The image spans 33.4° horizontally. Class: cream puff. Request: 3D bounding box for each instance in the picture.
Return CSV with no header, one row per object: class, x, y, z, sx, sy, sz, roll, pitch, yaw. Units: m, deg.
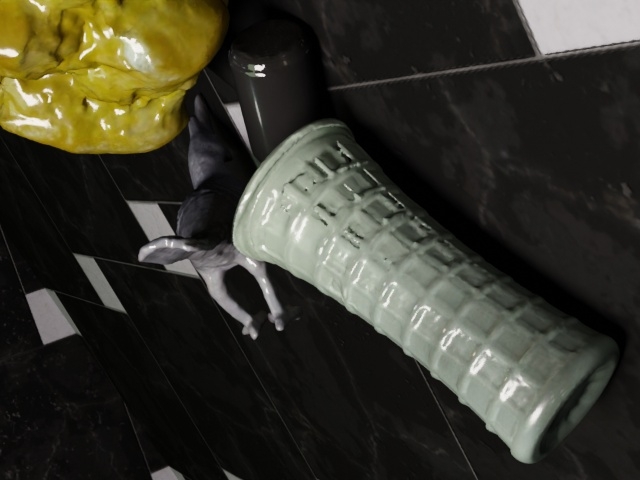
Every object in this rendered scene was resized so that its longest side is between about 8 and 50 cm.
cream puff,-0.231,-0.198,0.872,0.323,0.270,0.274,47,149,47

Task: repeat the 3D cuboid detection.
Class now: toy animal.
toy animal,-0.089,0.008,1.002,0.367,0.081,0.206,-93,-22,-65

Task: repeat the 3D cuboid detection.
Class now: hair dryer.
hair dryer,-0.082,-0.173,0.964,0.248,0.070,0.114,46,157,40

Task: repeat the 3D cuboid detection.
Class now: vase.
vase,0.081,0.038,0.839,0.299,0.143,0.143,38,152,27
